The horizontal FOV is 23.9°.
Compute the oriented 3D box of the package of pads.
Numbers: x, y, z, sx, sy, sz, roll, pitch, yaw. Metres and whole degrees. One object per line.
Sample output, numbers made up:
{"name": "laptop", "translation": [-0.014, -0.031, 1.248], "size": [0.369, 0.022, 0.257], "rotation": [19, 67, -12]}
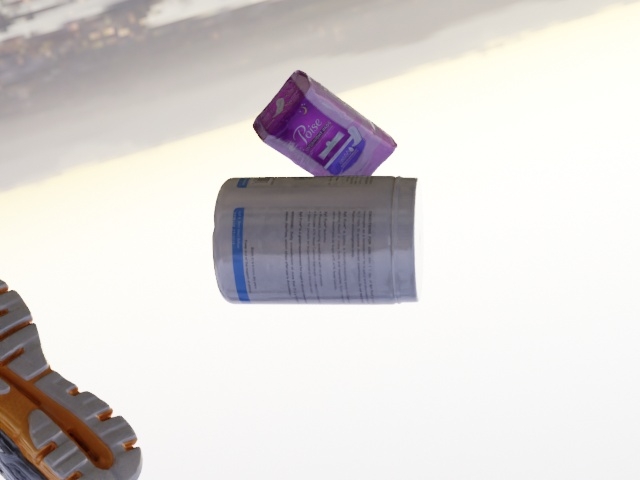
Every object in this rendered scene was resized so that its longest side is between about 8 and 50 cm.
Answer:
{"name": "package of pads", "translation": [0.004, -0.066, 0.961], "size": [0.050, 0.083, 0.032], "rotation": [-50, -148, 12]}

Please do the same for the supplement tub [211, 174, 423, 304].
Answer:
{"name": "supplement tub", "translation": [0.000, 0.000, 0.809], "size": [0.107, 0.071, 0.071], "rotation": [1, -171, 8]}

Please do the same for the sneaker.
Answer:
{"name": "sneaker", "translation": [-0.210, 0.106, 1.003], "size": [0.084, 0.215, 0.083], "rotation": [-31, 161, -36]}
